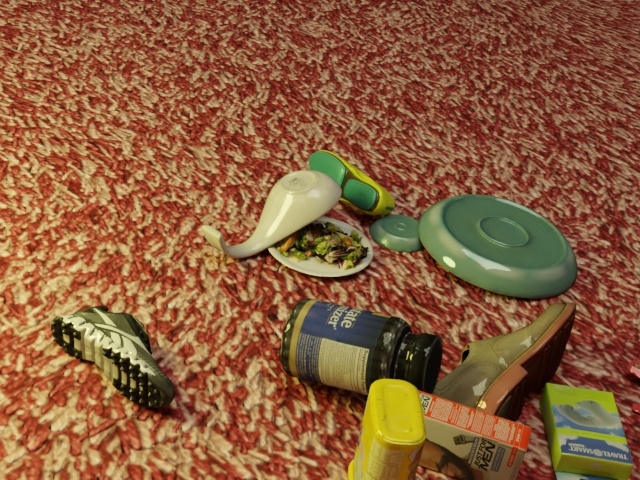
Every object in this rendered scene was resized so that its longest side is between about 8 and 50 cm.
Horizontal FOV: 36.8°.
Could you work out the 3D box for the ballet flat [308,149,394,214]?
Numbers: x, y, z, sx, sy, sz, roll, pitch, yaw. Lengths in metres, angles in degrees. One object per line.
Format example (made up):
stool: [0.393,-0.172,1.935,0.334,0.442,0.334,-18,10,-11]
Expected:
ballet flat: [0.065,-0.110,1.927,0.077,0.077,0.231,10,20,-43]

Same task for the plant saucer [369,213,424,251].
plant saucer: [0.154,-0.020,1.849,0.119,0.021,0.119,7,32,-4]

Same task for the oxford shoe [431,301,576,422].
oxford shoe: [0.293,0.174,1.500,0.130,0.123,0.348,23,33,29]

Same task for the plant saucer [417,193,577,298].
plant saucer: [0.344,-0.004,1.838,0.317,0.043,0.317,10,32,-6]

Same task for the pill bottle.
pill bottle: [0.062,0.164,1.417,0.219,0.123,0.123,10,31,21]

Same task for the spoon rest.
spoon rest: [-0.083,-0.047,1.737,0.276,0.084,0.137,-30,40,-27]

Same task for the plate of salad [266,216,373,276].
plate of salad: [0.000,0.000,1.754,0.200,0.048,0.200,7,32,-4]

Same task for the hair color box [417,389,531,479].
hair color box: [0.197,0.280,1.331,0.167,0.093,0.053,17,34,13]

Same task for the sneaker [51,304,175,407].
sneaker: [-0.282,0.157,1.407,0.234,0.078,0.106,28,39,29]

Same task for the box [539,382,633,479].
box: [0.391,0.288,1.419,0.109,0.042,0.178,9,32,-1]

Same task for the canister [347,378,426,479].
canister: [0.084,0.278,1.232,0.073,0.170,0.126,6,33,-6]

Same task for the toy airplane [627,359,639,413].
toy airplane: [0.553,0.250,1.534,0.151,0.028,0.151,6,32,-4]
